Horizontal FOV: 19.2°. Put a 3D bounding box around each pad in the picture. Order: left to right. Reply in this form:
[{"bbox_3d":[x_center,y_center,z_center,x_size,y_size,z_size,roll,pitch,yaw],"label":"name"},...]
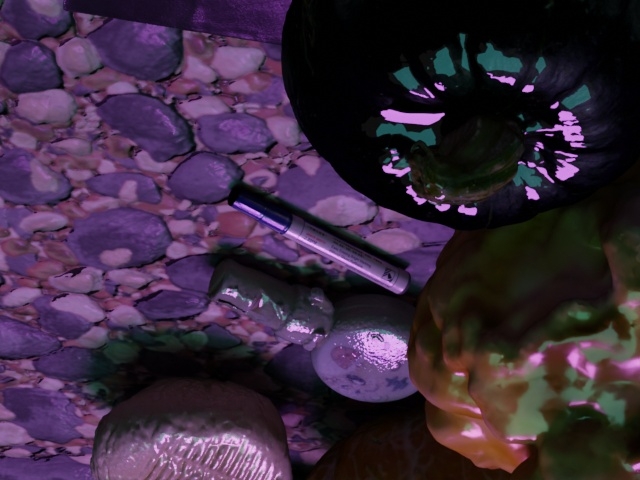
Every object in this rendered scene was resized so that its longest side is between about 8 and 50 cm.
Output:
[{"bbox_3d":[-0.109,-0.209,1.522,0.193,0.004,0.116,8,144,-7],"label":"pad"}]

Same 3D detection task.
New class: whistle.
[{"bbox_3d":[0.010,0.085,1.855,0.258,0.067,0.126,24,132,-18],"label":"whistle"}]

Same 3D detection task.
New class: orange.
[{"bbox_3d":[0.130,0.307,1.975,0.329,0.249,0.329,-6,130,-8],"label":"orange"}]

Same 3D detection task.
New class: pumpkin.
[{"bbox_3d":[0.123,-0.117,1.397,0.296,0.296,0.296,3,143,2],"label":"pumpkin"}]

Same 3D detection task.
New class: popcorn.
[{"bbox_3d":[0.269,0.067,1.600,0.354,0.390,0.344,37,128,25],"label":"popcorn"}]

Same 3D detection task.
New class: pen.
[{"bbox_3d":[0.000,0.000,1.774,0.204,0.025,0.025,27,137,-26],"label":"pen"}]

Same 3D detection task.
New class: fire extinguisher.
[{"bbox_3d":[0.027,0.147,1.967,0.038,0.025,0.083,-8,148,-23],"label":"fire extinguisher"}]

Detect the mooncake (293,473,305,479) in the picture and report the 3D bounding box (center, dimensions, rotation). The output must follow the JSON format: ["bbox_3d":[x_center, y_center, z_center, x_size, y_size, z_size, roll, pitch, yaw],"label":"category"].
[{"bbox_3d":[-0.115,0.356,2.169,0.250,0.136,0.254,13,143,-17],"label":"mooncake"}]

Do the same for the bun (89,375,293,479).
[{"bbox_3d":[-0.133,0.226,1.986,0.220,0.134,0.220,2,130,3],"label":"bun"}]
